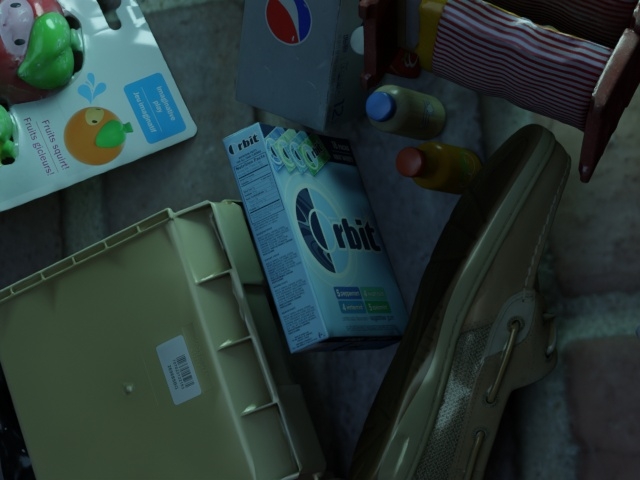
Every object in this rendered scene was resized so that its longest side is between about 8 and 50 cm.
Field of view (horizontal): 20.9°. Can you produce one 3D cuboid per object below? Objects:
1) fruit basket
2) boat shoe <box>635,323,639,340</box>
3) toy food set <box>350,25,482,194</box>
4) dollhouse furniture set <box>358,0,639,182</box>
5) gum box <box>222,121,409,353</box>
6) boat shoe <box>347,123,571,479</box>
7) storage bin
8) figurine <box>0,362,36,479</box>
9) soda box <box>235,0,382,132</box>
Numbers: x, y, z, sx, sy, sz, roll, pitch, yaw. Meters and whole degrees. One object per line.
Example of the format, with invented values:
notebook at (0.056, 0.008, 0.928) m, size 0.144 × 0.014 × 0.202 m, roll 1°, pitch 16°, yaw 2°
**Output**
fruit basket at (-0.336, -0.174, 1.582) m, size 0.353 × 0.165 × 0.327 m, roll -24°, pitch 75°, yaw -7°
boat shoe at (0.365, 0.041, 1.278) m, size 0.267 × 0.096 × 0.088 m, roll -26°, pitch 71°, yaw 16°
toy food set at (0.095, -0.161, 1.420) m, size 0.111 × 0.104 × 0.232 m, roll 19°, pitch 97°, yaw 28°
dollhouse furniture set at (0.139, -0.223, 1.200) m, size 0.201 × 0.374 × 0.152 m, roll 23°, pitch 67°, yaw 16°
gum box at (0.000, 0.000, 1.435) m, size 0.041 × 0.157 × 0.184 m, roll -24°, pitch 77°, yaw 26°
boat shoe at (0.133, 0.074, 1.399) m, size 0.110 × 0.121 × 0.341 m, roll 22°, pitch 100°, yaw -9°
storage bin at (-0.137, 0.128, 1.525) m, size 0.260 × 0.123 × 0.262 m, roll -25°, pitch 76°, yaw 25°
figurine at (-0.352, 0.210, 1.661) m, size 0.209 × 0.092 × 0.215 m, roll 48°, pitch 110°, yaw 17°
soda box at (0.005, -0.242, 1.428) m, size 0.098 × 0.091 × 0.286 m, roll 22°, pitch 120°, yaw 28°
